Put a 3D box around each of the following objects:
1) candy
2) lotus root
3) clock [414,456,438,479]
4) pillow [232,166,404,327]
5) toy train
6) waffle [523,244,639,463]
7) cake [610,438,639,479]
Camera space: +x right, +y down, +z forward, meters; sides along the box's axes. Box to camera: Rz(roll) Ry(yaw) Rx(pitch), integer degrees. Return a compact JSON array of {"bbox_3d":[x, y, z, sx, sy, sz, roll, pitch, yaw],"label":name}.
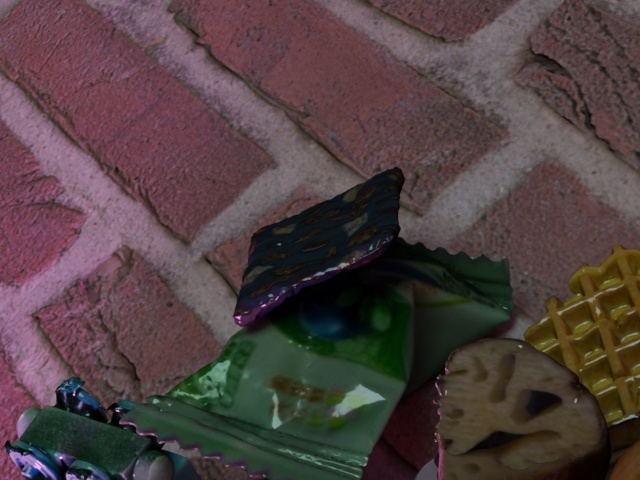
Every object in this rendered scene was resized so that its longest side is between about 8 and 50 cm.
[{"bbox_3d":[0.004,0.123,1.773,0.263,0.172,0.398,4,24,32],"label":"candy"},{"bbox_3d":[0.177,0.182,1.596,0.170,0.074,0.260,0,28,0],"label":"lotus root"},{"bbox_3d":[0.056,0.357,1.619,0.322,0.113,0.295,-21,44,14],"label":"clock"},{"bbox_3d":[0.002,-0.001,1.828,0.189,0.034,0.255,-27,14,12],"label":"pillow"},{"bbox_3d":[-0.226,0.244,1.847,0.203,0.163,0.112,14,54,37],"label":"toy train"},{"bbox_3d":[0.322,0.111,1.722,0.283,0.065,0.309,16,63,40],"label":"waffle"},{"bbox_3d":[0.344,0.246,1.529,0.208,0.178,0.185,-10,60,-24],"label":"cake"}]
